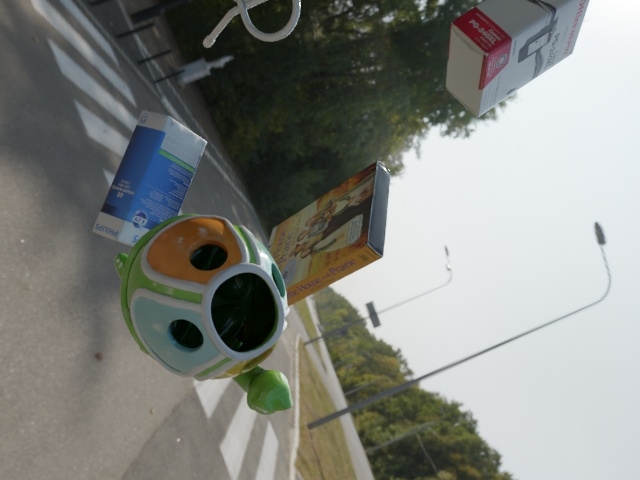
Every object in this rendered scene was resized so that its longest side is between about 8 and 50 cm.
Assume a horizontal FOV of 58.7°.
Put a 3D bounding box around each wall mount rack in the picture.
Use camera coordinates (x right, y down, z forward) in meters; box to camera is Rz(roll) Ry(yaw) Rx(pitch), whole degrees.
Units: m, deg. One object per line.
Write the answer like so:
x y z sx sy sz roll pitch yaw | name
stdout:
-0.150 -0.513 1.032 0.130 0.304 0.350 -32 107 -66 | wall mount rack

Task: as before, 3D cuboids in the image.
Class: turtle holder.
-0.164 0.122 0.869 0.227 0.243 0.320 9 -80 54 | turtle holder

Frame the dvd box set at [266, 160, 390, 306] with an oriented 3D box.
0.000 0.000 1.500 0.062 0.420 0.308 38 42 -26 | dvd box set

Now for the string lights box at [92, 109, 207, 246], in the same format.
-0.338 -0.112 1.145 0.076 0.260 0.133 18 -7 28 | string lights box

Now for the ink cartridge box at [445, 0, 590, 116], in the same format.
0.221 -0.228 0.643 0.063 0.150 0.109 53 -7 26 | ink cartridge box
